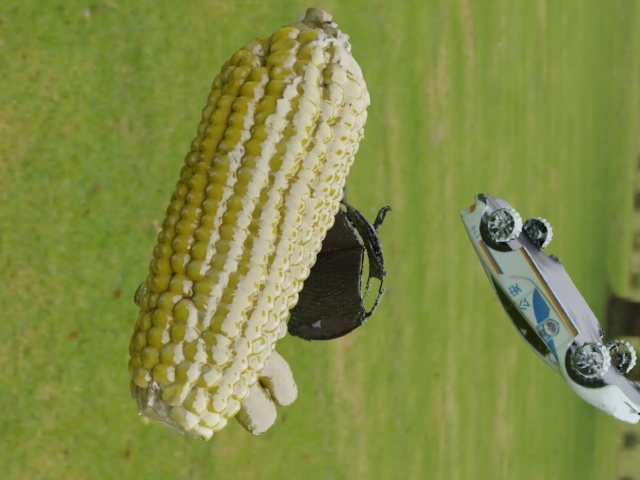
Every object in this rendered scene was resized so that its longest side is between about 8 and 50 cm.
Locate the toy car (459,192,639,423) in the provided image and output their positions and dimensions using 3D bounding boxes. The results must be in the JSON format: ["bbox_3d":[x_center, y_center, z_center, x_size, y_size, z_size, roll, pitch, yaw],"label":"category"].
[{"bbox_3d":[0.172,0.050,0.953,0.205,0.056,0.095,60,19,16],"label":"toy car"}]

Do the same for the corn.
[{"bbox_3d":[-0.056,-0.019,0.991,0.347,0.130,0.130,-69,156,-11],"label":"corn"}]

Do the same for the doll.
[{"bbox_3d":[-0.105,0.108,1.365,0.137,0.097,0.210,-35,107,-26],"label":"doll"}]

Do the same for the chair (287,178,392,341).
[{"bbox_3d":[0.000,0.000,1.538,0.149,0.174,0.213,56,32,-45],"label":"chair"}]
